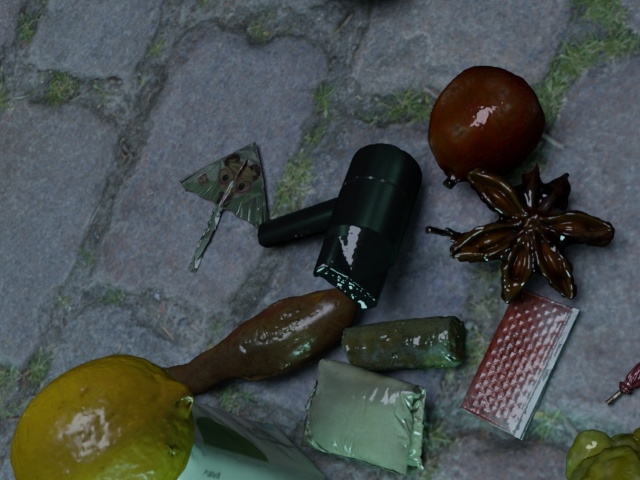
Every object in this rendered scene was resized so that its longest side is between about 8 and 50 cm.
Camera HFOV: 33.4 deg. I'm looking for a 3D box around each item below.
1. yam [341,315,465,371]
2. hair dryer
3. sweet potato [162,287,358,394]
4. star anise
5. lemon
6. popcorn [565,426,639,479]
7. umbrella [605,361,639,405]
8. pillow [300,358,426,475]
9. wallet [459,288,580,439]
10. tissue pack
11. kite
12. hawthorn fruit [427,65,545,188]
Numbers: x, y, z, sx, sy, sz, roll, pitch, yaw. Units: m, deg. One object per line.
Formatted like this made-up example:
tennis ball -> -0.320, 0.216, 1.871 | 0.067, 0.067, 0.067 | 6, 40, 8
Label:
yam -> 0.122, 0.152, 1.550 | 0.179, 0.078, 0.078 | -9, 67, 26
hair dryer -> 0.000, 0.000, 1.635 | 0.302, 0.116, 0.244 | -17, 38, 42
sweet potato -> -0.103, 0.171, 1.654 | 0.385, 0.109, 0.109 | -26, 60, 19
star anise -> 0.290, -0.016, 1.490 | 0.220, 0.126, 0.190 | 42, 102, 11
lemon -> -0.252, 0.233, 1.231 | 0.257, 0.188, 0.188 | -33, 59, 11
popcorn -> 0.382, 0.329, 1.231 | 0.242, 0.250, 0.235 | 12, 85, 34
umbrella -> 0.439, 0.160, 1.400 | 0.165, 0.025, 0.027 | -44, 39, 5
pillow -> 0.067, 0.252, 1.526 | 0.181, 0.078, 0.134 | 13, 99, 31
wallet -> 0.278, 0.169, 1.489 | 0.103, 0.020, 0.196 | 22, 83, 33
tissue pack -> -0.187, 0.364, 1.474 | 0.194, 0.356, 0.266 | 36, 91, 37
kite -> -0.172, -0.060, 1.834 | 0.229, 0.012, 0.250 | 24, 84, 37
hawthorn fruit -> 0.232, -0.160, 1.553 | 0.169, 0.169, 0.188 | 37, 83, 34
